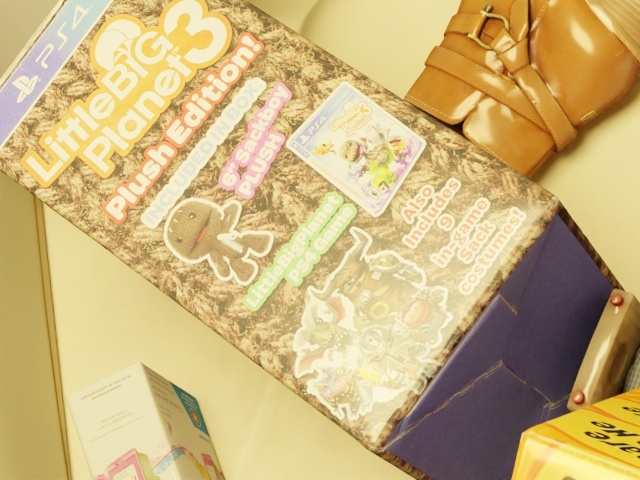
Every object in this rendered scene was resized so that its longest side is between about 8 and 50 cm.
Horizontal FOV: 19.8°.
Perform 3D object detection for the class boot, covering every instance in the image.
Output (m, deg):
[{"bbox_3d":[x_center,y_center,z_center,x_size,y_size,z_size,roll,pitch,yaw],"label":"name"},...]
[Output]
[{"bbox_3d":[0.098,-0.138,1.066,0.197,0.073,0.152,42,95,30],"label":"boot"}]

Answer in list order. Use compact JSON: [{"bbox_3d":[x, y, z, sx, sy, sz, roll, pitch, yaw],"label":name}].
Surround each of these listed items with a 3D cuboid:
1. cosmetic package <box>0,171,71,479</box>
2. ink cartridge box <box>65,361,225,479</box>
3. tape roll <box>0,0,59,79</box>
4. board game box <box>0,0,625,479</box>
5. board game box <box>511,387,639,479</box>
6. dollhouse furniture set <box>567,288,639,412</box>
[{"bbox_3d":[-0.249,0.080,1.108,0.160,0.113,0.309,-16,68,17],"label":"cosmetic package"},{"bbox_3d":[-0.088,0.141,1.034,0.052,0.088,0.122,-25,65,9],"label":"ink cartridge box"},{"bbox_3d":[-0.134,-0.159,1.078,0.219,0.219,0.072,-44,91,3],"label":"tape roll"},{"bbox_3d":[0.000,0.000,0.967,0.291,0.232,0.141,35,87,27],"label":"board game box"},{"bbox_3d":[0.251,0.259,0.614,0.357,0.356,0.356,17,100,26],"label":"board game box"},{"bbox_3d":[0.227,0.033,0.921,0.129,0.129,0.183,19,80,26],"label":"dollhouse furniture set"}]
